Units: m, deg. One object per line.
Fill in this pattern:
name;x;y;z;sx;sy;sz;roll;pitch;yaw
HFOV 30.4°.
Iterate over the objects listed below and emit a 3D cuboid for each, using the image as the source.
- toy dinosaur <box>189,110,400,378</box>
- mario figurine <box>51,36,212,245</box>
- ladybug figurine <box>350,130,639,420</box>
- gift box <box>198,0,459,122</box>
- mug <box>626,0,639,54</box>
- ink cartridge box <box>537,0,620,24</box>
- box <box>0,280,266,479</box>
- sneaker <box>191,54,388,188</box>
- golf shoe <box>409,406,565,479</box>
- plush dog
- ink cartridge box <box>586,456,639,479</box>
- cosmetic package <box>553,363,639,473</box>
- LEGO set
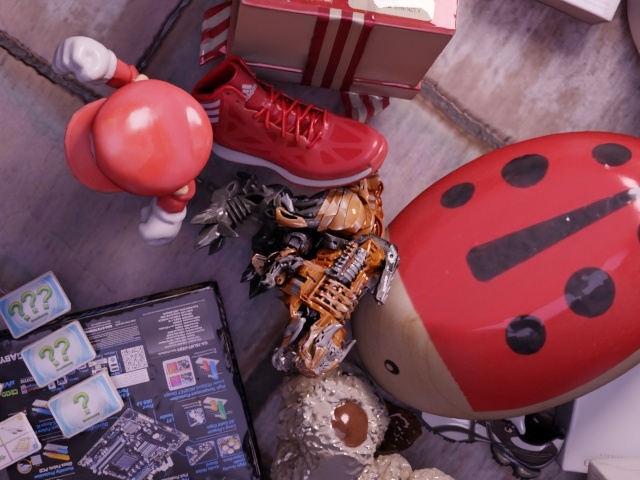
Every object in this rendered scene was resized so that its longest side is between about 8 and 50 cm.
toy dinosaur;0.000;0.000;1.322;0.218;0.322;0.164;1;130;30
mario figurine;-0.212;-0.102;1.251;0.198;0.320;0.170;31;94;-5
ladybug figurine;0.233;0.025;1.316;0.449;0.162;0.305;-29;68;6
gift box;0.009;-0.279;1.269;0.255;0.258;0.276;12;81;-5
mug;0.489;-0.240;1.241;0.276;0.328;0.374;26;89;-5
ink cartridge box;0.302;-0.372;1.359;0.148;0.086;0.203;22;96;-4
box;-0.233;0.224;1.412;0.295;0.073;0.293;-14;97;-1
sneaker;-0.044;-0.127;1.255;0.221;0.128;0.087;7;63;24
golf shoe;0.201;0.207;1.409;0.198;0.077;0.094;27;136;-9
plush dog;0.018;0.232;1.358;0.210;0.225;0.262;-29;123;26
ink cartridge box;0.380;0.374;1.374;0.134;0.078;0.231;-1;102;-9
cosmetic package;0.357;0.166;1.423;0.117;0.085;0.231;7;95;-3
LEGO set;-0.375;0.170;1.342;0.244;0.060;0.182;-27;92;2
